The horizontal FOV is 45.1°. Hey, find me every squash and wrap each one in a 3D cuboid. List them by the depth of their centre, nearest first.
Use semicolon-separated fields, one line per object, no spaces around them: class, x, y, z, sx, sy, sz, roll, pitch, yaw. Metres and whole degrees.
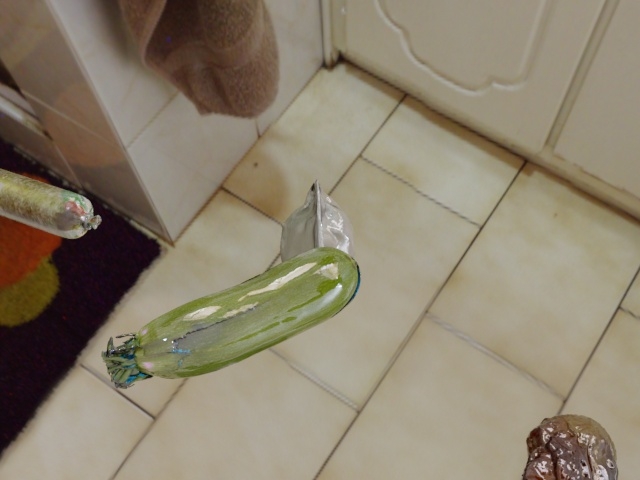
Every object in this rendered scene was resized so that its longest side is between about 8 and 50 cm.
squash;-0.049;0.049;0.494;0.183;0.052;0.052;-20;64;-27

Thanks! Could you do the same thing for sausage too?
sausage;-0.260;-0.045;0.568;0.269;0.033;0.033;17;65;28

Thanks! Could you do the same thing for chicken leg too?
chicken leg;0.241;0.261;0.739;0.082;0.178;0.322;0;24;24

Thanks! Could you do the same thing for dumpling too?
dumpling;0.012;0.007;1.601;0.163;0.204;0.293;17;54;-27
